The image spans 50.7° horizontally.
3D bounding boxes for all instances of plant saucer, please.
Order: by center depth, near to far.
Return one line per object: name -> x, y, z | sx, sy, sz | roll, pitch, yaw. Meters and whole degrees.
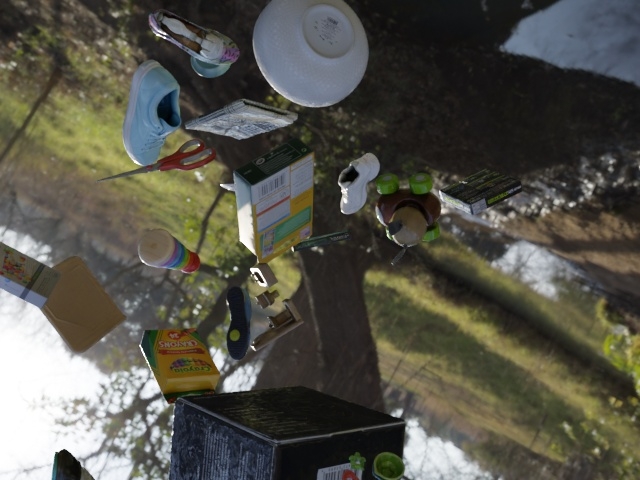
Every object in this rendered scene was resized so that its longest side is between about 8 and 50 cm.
plant saucer -> -0.317, -0.530, 1.950 | 0.119, 0.119, 0.021 | 28, 169, 7

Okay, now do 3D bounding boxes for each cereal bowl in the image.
cereal bowl -> -0.009, -0.552, 1.879 | 0.339, 0.338, 0.141 | 30, 162, -17

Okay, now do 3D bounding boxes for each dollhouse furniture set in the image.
dollhouse furniture set -> -0.142, 0.147, 1.526 | 0.151, 0.123, 0.144 | 60, 166, -6

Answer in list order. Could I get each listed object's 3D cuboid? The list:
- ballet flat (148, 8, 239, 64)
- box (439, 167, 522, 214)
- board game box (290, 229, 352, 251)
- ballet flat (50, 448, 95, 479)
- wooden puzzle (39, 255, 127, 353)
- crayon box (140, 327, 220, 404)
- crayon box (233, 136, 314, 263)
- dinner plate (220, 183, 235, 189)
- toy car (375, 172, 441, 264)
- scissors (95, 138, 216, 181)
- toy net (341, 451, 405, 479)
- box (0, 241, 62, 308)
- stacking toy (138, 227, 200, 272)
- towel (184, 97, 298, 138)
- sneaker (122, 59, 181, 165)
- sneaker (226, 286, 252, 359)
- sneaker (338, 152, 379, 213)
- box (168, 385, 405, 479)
ballet flat -> -0.292, -0.468, 1.560 | 0.222, 0.076, 0.079 | 24, -173, -15
box -> 0.500, -0.156, 2.116 | 0.184, 0.191, 0.045 | 36, 149, 63
board game box -> 0.000, 0.000, 2.130 | 0.186, 0.026, 0.126 | -13, -176, -5
ballet flat -> -0.494, 0.497, 1.319 | 0.096, 0.280, 0.095 | 11, -142, -24
wooden puzzle -> -0.671, 0.175, 1.845 | 0.238, 0.044, 0.221 | 51, -152, -5
crayon box -> -0.490, 0.437, 2.389 | 0.202, 0.081, 0.318 | 3, -149, -36
crayon box -> -0.120, -0.097, 1.809 | 0.083, 0.203, 0.322 | 41, 149, 29
dinner plate -> -0.225, -0.155, 1.999 | 0.141, 0.017, 0.141 | 1, -179, 0
toy car -> 0.175, -0.035, 1.479 | 0.149, 0.188, 0.155 | 1, 126, 25
scissors -> -0.409, -0.182, 1.693 | 0.109, 0.297, 0.021 | 51, 158, 38
toy net -> 0.096, 0.530, 1.378 | 0.122, 0.045, 0.232 | 17, -143, 5
box -> -0.731, 0.077, 1.623 | 0.186, 0.038, 0.145 | 31, -165, -17
stacking toy -> -0.559, 0.057, 2.579 | 0.141, 0.141, 0.330 | 27, 174, 18
towel -> -0.286, -0.436, 2.503 | 0.312, 0.056, 0.324 | -12, 172, 36
sneaker -> -0.489, -0.341, 2.001 | 0.150, 0.135, 0.365 | 40, 141, 20
sneaker -> -0.220, 0.234, 1.902 | 0.069, 0.209, 0.082 | -10, 160, 17
sneaker -> 0.094, -0.175, 2.132 | 0.115, 0.232, 0.090 | -14, -131, -36
box -> -0.098, 0.611, 1.908 | 0.480, 0.297, 0.472 | 5, -179, -41
